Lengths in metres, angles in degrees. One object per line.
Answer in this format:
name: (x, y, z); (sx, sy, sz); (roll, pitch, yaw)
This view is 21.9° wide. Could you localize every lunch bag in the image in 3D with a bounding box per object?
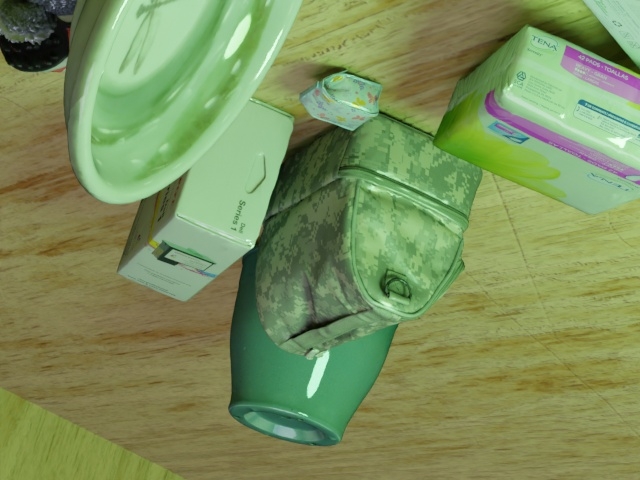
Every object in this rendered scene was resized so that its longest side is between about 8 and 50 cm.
lunch bag: (0.047, 0.010, 2.174); (0.212, 0.256, 0.305); (27, 155, -22)
lunch bag: (0.024, -0.176, 2.034); (0.083, 0.053, 0.071); (15, 161, -20)

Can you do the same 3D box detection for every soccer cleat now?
soccer cleat: (-0.242, -0.236, 1.963); (0.318, 0.109, 0.116); (12, -159, 37)

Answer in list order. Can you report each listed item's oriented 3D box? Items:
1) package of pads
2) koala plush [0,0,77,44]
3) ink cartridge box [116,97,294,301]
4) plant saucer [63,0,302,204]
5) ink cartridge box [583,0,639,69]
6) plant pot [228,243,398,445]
package of pads: (0.276, -0.126, 1.847); (0.229, 0.101, 0.296); (23, 170, -8)
koala plush: (-0.255, -0.300, 1.670); (0.203, 0.221, 0.196); (33, 124, -20)
ink cartridge box: (-0.158, -0.058, 2.227); (0.117, 0.201, 0.278); (23, 156, -15)
plant saucer: (-0.145, -0.230, 1.645); (0.100, 0.400, 0.400); (33, 161, 16)
ink cartridge box: (0.396, -0.191, 1.668); (0.224, 0.045, 0.223); (25, 169, 47)
plant pot: (-0.022, 0.174, 2.572); (0.271, 0.255, 0.272); (13, 160, 5)
